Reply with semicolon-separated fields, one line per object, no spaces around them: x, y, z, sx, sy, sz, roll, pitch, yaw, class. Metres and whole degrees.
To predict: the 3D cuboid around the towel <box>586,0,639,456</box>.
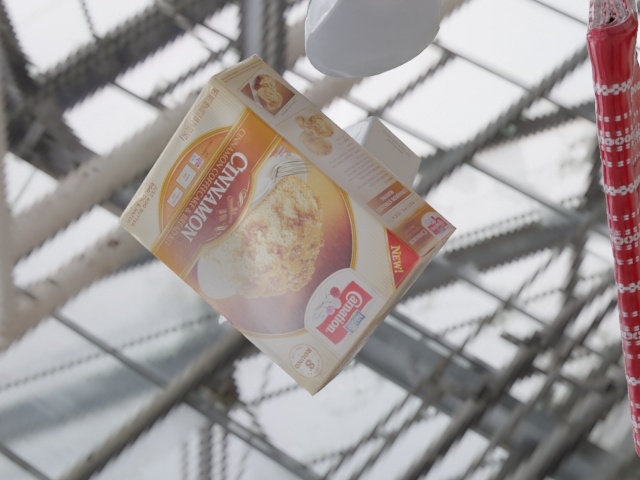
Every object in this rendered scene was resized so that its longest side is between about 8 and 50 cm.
0.193;-0.030;1.111;0.199;0.031;0.275;-66;-31;-65;towel

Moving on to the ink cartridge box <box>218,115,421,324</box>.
0.000;0.000;1.400;0.061;0.104;0.181;42;-130;-25;ink cartridge box

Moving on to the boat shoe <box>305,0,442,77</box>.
0.039;-0.233;1.407;0.301;0.108;0.102;94;170;-65;boat shoe

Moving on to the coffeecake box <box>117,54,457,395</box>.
-0.025;-0.010;1.236;0.142;0.185;0.068;-54;-9;31;coffeecake box
